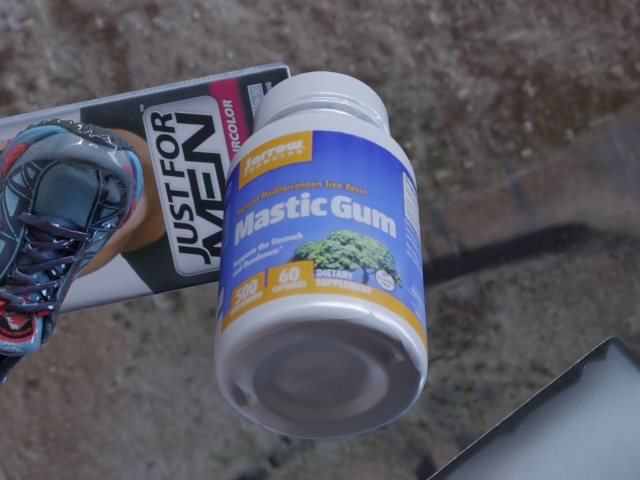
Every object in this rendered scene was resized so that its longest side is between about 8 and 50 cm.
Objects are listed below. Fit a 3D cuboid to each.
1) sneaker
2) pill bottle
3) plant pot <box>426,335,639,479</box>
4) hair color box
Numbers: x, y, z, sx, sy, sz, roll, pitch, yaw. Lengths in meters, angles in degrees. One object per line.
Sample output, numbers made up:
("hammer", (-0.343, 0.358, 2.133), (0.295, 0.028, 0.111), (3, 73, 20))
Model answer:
("sneaker", (-0.204, 0.025, 1.025), (0.262, 0.104, 0.125), (-50, -149, 41))
("pill bottle", (0.000, 0.000, 1.081), (0.152, 0.152, 0.272), (71, 13, -46))
("plant pot", (0.195, 0.215, 0.959), (0.167, 0.188, 0.187), (40, -24, 37))
("hair color box", (-0.197, -0.040, 1.334), (0.113, 0.374, 0.185), (-112, -170, -80))
